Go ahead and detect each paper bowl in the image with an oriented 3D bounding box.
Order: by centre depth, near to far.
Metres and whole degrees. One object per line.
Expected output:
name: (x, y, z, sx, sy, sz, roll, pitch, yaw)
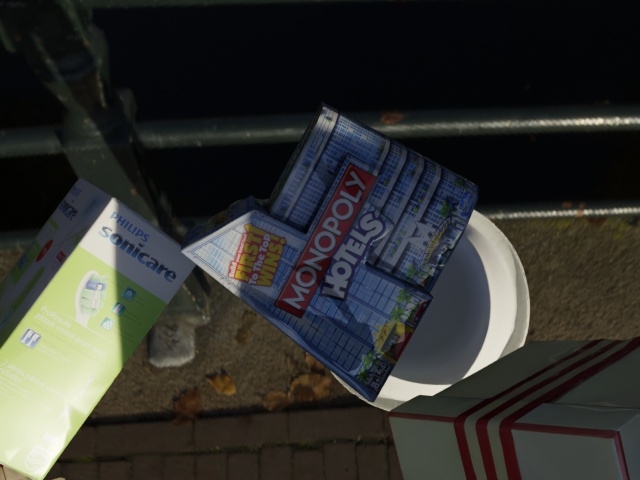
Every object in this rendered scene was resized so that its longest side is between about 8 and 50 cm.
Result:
paper bowl: (0.123, 0.080, 1.057, 0.284, 0.148, 0.284, -2, 80, 14)

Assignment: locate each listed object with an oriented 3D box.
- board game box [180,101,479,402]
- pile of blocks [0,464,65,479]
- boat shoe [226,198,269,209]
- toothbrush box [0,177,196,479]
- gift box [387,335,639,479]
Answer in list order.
board game box: (0.000, 0.000, 0.653, 0.194, 0.060, 0.194, 26, 100, -11)
pile of blocks: (-0.399, 0.325, 1.006, 0.149, 0.362, 0.112, -20, 69, -14)
boat shoe: (-0.065, -0.023, 1.276, 0.228, 0.069, 0.081, 5, 59, 50)
toothbrush box: (-0.287, 0.085, 0.912, 0.122, 0.206, 0.283, 39, 83, -26)
gift box: (0.231, 0.241, 0.695, 0.258, 0.255, 0.276, -16, 90, -40)
